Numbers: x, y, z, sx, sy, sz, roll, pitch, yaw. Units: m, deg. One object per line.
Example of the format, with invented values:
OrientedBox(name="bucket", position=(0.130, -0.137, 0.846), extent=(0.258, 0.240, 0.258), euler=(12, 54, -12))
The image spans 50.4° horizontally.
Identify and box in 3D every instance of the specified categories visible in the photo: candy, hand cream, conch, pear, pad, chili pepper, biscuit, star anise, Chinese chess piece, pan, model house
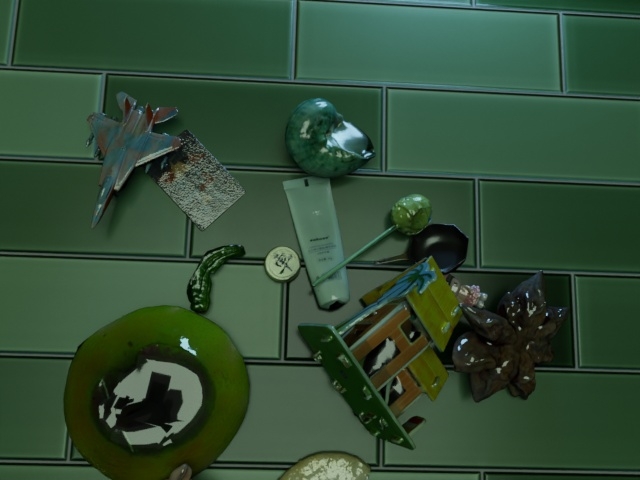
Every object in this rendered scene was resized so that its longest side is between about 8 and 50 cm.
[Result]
OrientedBox(name="candy", position=(0.114, 0.007, 1.507), extent=(0.336, 0.093, 0.092), euler=(-36, 125, -18))
OrientedBox(name="hand cream", position=(0.000, 0.000, 1.543), extent=(0.110, 0.067, 0.320), euler=(-12, 75, -5))
OrientedBox(name="conch", position=(0.002, -0.235, 1.551), extent=(0.196, 0.134, 0.202), euler=(-9, 69, -46))
OrientedBox(name="pear", position=(-0.345, 0.323, 1.383), extent=(0.399, 0.165, 0.398), euler=(0, 83, -3))
OrientedBox(name="pad", position=(-0.293, -0.141, 1.575), extent=(0.143, 0.003, 0.211), euler=(-43, 84, -10))
OrientedBox(name="chili pepper", position=(-0.243, 0.075, 1.513), extent=(0.073, 0.050, 0.182), euler=(29, 76, 10))
OrientedBox(name="biscuit", position=(-0.004, 0.555, 1.437), extent=(0.265, 0.040, 0.188), euler=(-36, 81, -9))
OrientedBox(name="star anise", position=(0.407, 0.203, 1.456), extent=(0.316, 0.108, 0.315), euler=(-8, 112, -21))
OrientedBox(name="Chinese chess piece", position=(-0.086, 0.054, 1.533), extent=(0.084, 0.034, 0.084), euler=(1, 78, -3))
OrientedBox(name="pan", position=(0.234, 0.023, 1.550), extent=(0.202, 0.048, 0.128), euler=(5, 57, 19))
OrientedBox(name="model house", position=(0.196, 0.203, 1.369), extent=(0.324, 0.340, 0.300), euler=(-38, 97, -22))

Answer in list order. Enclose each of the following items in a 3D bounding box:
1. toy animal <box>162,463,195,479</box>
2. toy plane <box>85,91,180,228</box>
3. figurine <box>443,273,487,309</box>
OrientedBox(name="toy animal", position=(-0.242, 0.561, 1.352), extent=(0.166, 0.154, 0.250), euler=(-42, 112, 4))
OrientedBox(name="toy plane", position=(-0.443, -0.174, 1.521), extent=(0.223, 0.104, 0.326), euler=(17, 81, 3))
OrientedBox(name="figurine", position=(0.309, 0.121, 1.539), extent=(0.129, 0.054, 0.072), euler=(22, 93, -6))
